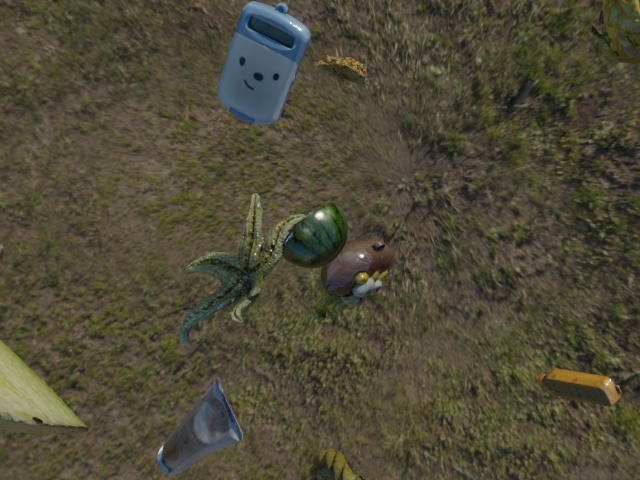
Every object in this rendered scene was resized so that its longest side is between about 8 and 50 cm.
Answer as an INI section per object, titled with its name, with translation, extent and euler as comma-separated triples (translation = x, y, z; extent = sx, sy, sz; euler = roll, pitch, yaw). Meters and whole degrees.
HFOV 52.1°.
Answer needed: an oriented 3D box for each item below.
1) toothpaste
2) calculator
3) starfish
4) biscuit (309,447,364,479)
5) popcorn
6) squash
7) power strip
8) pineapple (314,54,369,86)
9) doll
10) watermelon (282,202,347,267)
[toothpaste]
translation = -0.203, 0.324, 1.089
extent = 0.323, 0.066, 0.100
euler = -48, 62, 50
[calculator]
translation = -0.096, -0.290, 1.078
extent = 0.121, 0.039, 0.210
euler = 27, 123, 0
[starfish]
translation = -0.111, 0.035, 0.805
extent = 0.176, 0.053, 0.208
euler = 5, 55, 41
[biscuit]
translation = 0.027, 0.448, 1.114
extent = 0.036, 0.273, 0.187
euler = -8, 69, -21
[popcorn]
translation = 0.592, -0.433, 1.191
extent = 0.190, 0.250, 0.250
euler = 4, 96, 14
[squash]
translation = -0.305, 0.061, 0.493
extent = 0.204, 0.237, 0.155
euler = -4, 65, 14
[power strip]
translation = 0.460, 0.264, 1.188
extent = 0.028, 0.178, 0.049
euler = -38, 104, -24
[pineapple]
translation = 0.037, -0.244, 0.933
extent = 0.083, 0.045, 0.019
euler = 17, 74, -25
[doll]
translation = 0.060, 0.068, 1.133
extent = 0.145, 0.188, 0.096
euler = -21, 57, -25
[watermelon]
translation = 0.000, 0.000, 0.907
extent = 0.062, 0.105, 0.105
euler = 44, 99, 17
